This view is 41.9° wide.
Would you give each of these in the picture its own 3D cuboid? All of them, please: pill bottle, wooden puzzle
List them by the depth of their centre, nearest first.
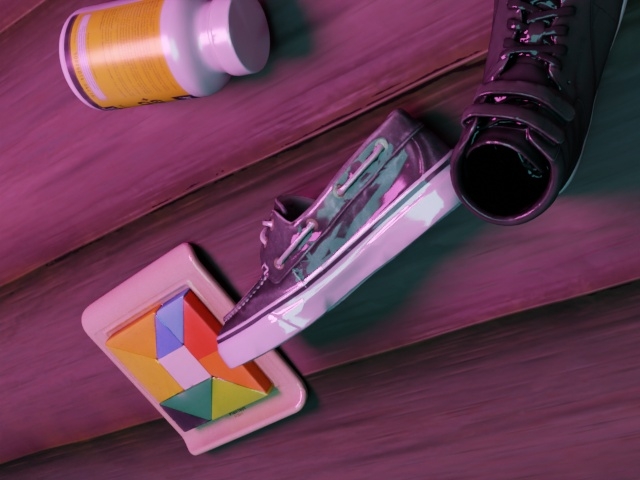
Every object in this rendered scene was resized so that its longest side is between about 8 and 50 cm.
[{"bbox_3d":[-0.146,-0.183,0.789,0.184,0.103,0.103,-3,115,26],"label":"pill bottle"},{"bbox_3d":[-0.161,0.144,1.010,0.221,0.044,0.238,-30,101,34],"label":"wooden puzzle"}]

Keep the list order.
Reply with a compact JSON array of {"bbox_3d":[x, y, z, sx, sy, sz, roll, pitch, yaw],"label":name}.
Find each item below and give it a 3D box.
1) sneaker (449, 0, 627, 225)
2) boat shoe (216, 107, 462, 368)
[{"bbox_3d":[0.169,-0.142,0.641,0.105,0.147,0.295,12,119,21],"label":"sneaker"},{"bbox_3d":[0.000,0.000,0.829,0.335,0.121,0.119,-41,87,24],"label":"boat shoe"}]
